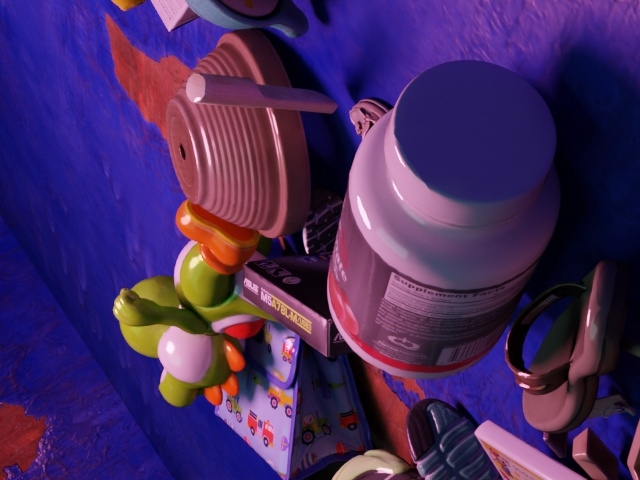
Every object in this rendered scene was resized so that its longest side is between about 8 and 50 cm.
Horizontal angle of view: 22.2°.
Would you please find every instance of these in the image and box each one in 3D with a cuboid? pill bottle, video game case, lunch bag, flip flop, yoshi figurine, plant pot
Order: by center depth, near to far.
[{"bbox_3d":[0.197,0.086,1.363,0.277,0.080,0.112,96,-179,-72],"label":"flip flop"},{"bbox_3d":[0.105,-0.016,1.394,0.176,0.176,0.318,54,160,19],"label":"pill bottle"},{"bbox_3d":[0.264,0.290,1.617,0.206,0.026,0.227,57,165,-29],"label":"video game case"},{"bbox_3d":[-0.103,-0.111,1.813,0.237,0.110,0.237,167,90,-72],"label":"plant pot"},{"bbox_3d":[-0.166,0.055,2.052,0.203,0.203,0.362,-102,25,-43],"label":"yoshi figurine"},{"bbox_3d":[-0.046,0.131,2.133,0.221,0.138,0.293,35,135,55],"label":"lunch bag"}]

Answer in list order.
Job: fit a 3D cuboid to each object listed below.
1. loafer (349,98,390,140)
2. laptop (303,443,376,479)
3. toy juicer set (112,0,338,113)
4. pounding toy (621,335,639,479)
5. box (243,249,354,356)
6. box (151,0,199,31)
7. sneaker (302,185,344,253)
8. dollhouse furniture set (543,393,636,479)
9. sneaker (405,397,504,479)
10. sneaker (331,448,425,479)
[{"bbox_3d":[0.059,-0.104,1.595,0.125,0.039,0.045,36,150,51],"label":"loafer"},{"bbox_3d":[0.114,0.476,2.354,0.382,0.236,0.408,54,132,15],"label":"laptop"},{"bbox_3d":[-0.108,-0.252,1.577,0.089,0.209,0.329,-33,88,39],"label":"toy juicer set"},{"bbox_3d":[0.304,0.142,1.249,0.206,0.094,0.181,89,165,-55],"label":"pounding toy"},{"bbox_3d":[0.045,0.055,1.636,0.184,0.190,0.045,28,121,58],"label":"box"},{"bbox_3d":[-0.154,-0.313,1.785,0.126,0.072,0.137,60,161,-1],"label":"box"},{"bbox_3d":[0.000,0.000,1.870,0.073,0.063,0.162,47,157,43],"label":"sneaker"},{"bbox_3d":[0.270,0.166,1.503,0.081,0.091,0.114,-17,134,31],"label":"dollhouse furniture set"},{"bbox_3d":[0.167,0.282,1.833,0.224,0.083,0.098,54,165,16],"label":"sneaker"},{"bbox_3d":[0.141,0.495,2.011,0.202,0.185,0.483,-4,110,58],"label":"sneaker"}]
